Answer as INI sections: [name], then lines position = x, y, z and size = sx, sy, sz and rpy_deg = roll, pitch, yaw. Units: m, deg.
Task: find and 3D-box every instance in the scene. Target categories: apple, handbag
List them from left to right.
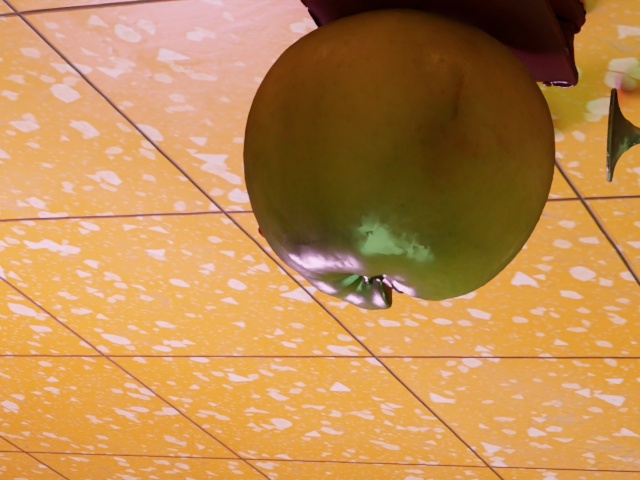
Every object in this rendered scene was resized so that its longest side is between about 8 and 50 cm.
[apple]
position = 0.059, -0.082, 1.797
size = 0.295, 0.258, 0.233
rpy_deg = -2, 157, 32
[handbag]
position = 0.110, -0.240, 1.841
size = 0.260, 0.084, 0.275
rpy_deg = 4, 160, 23

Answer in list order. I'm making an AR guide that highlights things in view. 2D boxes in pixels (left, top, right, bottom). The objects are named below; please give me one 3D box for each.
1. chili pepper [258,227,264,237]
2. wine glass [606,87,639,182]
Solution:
[chili pepper]
position = -0.001, 0.001, 2.481
size = 0.168, 0.065, 0.088
rpy_deg = 11, 156, 11
[wine glass]
position = 0.419, -0.106, 1.993
size = 0.231, 0.103, 0.103
rpy_deg = 3, 156, 10
